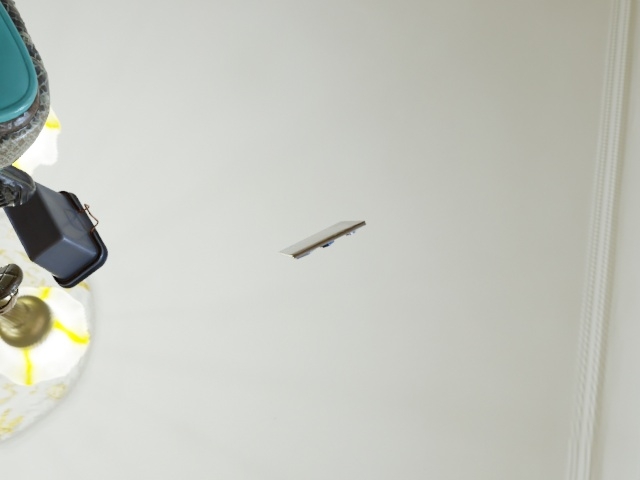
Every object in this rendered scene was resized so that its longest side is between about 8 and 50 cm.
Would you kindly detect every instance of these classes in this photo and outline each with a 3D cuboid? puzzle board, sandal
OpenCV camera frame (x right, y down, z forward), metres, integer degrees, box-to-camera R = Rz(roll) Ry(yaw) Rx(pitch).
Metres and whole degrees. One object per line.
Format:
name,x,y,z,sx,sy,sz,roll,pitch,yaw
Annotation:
puzzle board,0.000,0.000,0.961,0.096,0.128,0.011,-26,-84,-10
sandal,-0.562,0.101,1.322,0.060,0.219,0.090,44,-137,-23

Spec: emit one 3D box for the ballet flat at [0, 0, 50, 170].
ballet flat,-0.377,-0.270,0.643,0.164,0.182,0.483,-23,-89,-37

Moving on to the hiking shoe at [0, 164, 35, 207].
hiking shoe,-0.424,-0.124,0.876,0.227,0.086,0.114,31,-130,-33

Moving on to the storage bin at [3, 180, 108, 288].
storage bin,-0.357,-0.017,1.028,0.098,0.091,0.135,-36,-111,1
